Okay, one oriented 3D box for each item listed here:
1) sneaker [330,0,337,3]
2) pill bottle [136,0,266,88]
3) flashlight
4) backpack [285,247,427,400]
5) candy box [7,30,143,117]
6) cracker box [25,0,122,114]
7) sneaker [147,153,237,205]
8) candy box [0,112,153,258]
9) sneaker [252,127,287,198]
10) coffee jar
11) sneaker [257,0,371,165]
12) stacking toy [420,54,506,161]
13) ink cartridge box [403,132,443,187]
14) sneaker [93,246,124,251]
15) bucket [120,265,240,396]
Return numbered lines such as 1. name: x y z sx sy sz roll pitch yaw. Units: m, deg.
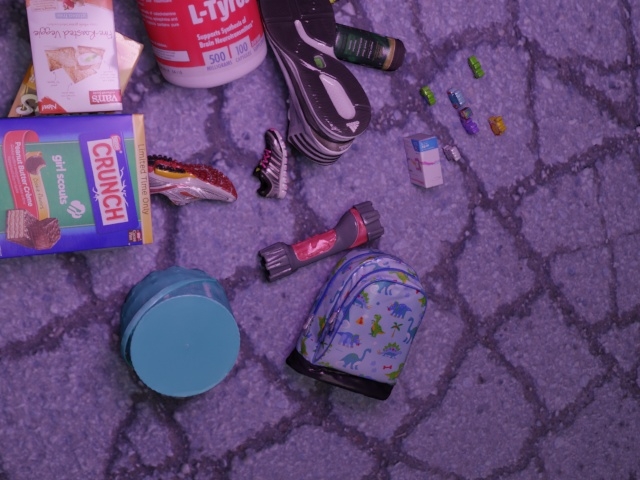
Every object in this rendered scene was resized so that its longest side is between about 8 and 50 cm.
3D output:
1. sneaker: 0.084 -0.661 1.519 0.123 0.109 0.295 43 86 -24
2. pill bottle: -0.253 -0.520 1.313 0.229 0.229 0.407 -23 130 -12
3. flashlight: 0.000 0.000 1.669 0.304 0.103 0.103 -21 83 -12
4. backpack: 0.113 0.198 1.697 0.290 0.273 0.355 22 84 -16
5. candy box: -0.515 -0.303 1.416 0.183 0.087 0.316 23 95 -23
6. cracker box: -0.475 -0.363 1.324 0.156 0.067 0.232 -7 102 -20
7. sneaker: -0.297 -0.124 1.552 0.225 0.088 0.092 14 119 -22
8. candy box: -0.503 -0.113 1.357 0.317 0.122 0.268 -7 104 -19
9. sneaker: -0.121 -0.175 1.598 0.075 0.063 0.170 -11 112 -23
10. coffee jar: 0.100 -0.445 1.587 0.185 0.096 0.079 8 104 -20
11. sneaker: -0.057 -0.366 1.520 0.169 0.257 0.447 -14 74 -24
12. stacking toy: 0.360 -0.329 1.735 0.167 0.052 0.221 -33 110 -10
13. ink cartridge box: 0.257 -0.199 1.708 0.052 0.088 0.122 -18 109 -14
14. sneaker: -0.527 -0.017 1.485 0.258 0.091 0.094 2 103 -19
15. bucket: -0.320 0.209 1.565 0.281 0.183 0.281 -5 104 -19
